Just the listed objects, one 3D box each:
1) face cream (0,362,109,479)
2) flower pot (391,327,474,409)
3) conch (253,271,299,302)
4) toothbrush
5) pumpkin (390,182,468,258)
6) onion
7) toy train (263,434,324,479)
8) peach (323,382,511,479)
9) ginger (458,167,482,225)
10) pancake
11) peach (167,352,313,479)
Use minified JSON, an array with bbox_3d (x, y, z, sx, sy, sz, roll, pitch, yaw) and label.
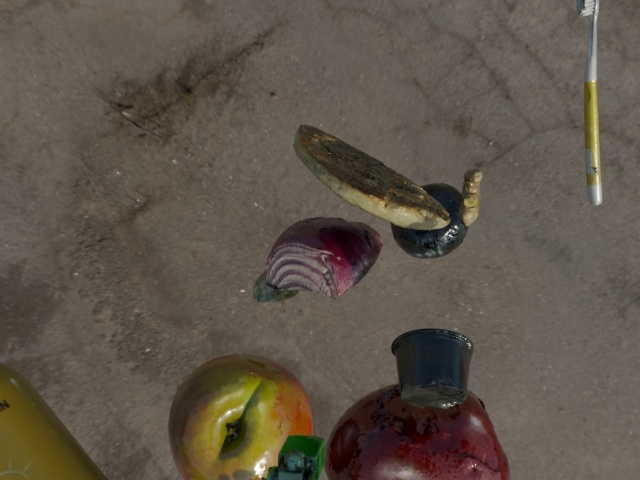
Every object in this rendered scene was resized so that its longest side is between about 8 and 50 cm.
[{"bbox_3d":[-0.189,0.196,0.371,0.105,0.105,0.349,-44,79,-5],"label":"face cream"},{"bbox_3d":[0.207,0.246,1.025,0.157,0.157,0.107,9,55,-2],"label":"flower pot"},{"bbox_3d":[-0.116,0.116,1.566,0.172,0.116,0.106,-15,101,7],"label":"conch"},{"bbox_3d":[0.345,-0.181,0.708,0.024,0.021,0.289,-17,109,-18],"label":"toothbrush"},{"bbox_3d":[0.315,-0.059,1.592,0.232,0.163,0.233,-19,50,24],"label":"pumpkin"},{"bbox_3d":[0.000,0.000,1.172,0.247,0.249,0.111,-48,126,-38],"label":"onion"},{"bbox_3d":[-0.033,0.405,0.772,0.084,0.119,0.252,3,96,10],"label":"toy train"},{"bbox_3d":[0.212,0.502,1.299,0.416,0.339,0.353,-21,100,12],"label":"peach"},{"bbox_3d":[0.339,-0.108,1.249,0.051,0.174,0.070,4,54,17],"label":"ginger"},{"bbox_3d":[0.102,-0.118,1.083,0.355,0.356,0.065,26,109,0],"label":"pancake"},{"bbox_3d":[-0.182,0.444,1.318,0.369,0.370,0.371,0,85,-3],"label":"peach"}]
